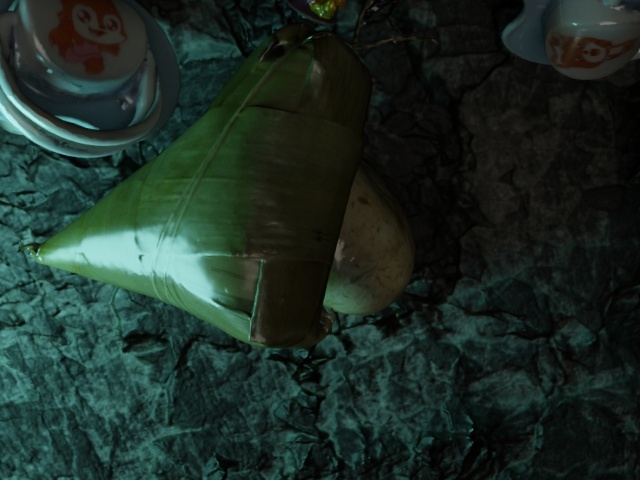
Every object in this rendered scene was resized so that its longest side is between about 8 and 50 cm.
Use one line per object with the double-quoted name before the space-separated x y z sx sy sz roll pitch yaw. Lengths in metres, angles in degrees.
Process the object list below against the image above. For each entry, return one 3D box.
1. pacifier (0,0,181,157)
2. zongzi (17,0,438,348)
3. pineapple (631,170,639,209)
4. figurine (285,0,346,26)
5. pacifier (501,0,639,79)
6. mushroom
"pacifier" -0.316 -0.186 1.439 0.299 0.244 0.233 10 156 -33
"zongzi" -0.119 -0.126 1.415 0.418 0.181 0.447 14 84 26
"pineapple" 0.549 -0.064 1.491 0.352 0.300 0.352 -2 113 -5
"figurine" 0.019 -0.329 1.445 0.095 0.115 0.156 20 108 -23
"pacifier" 0.327 -0.310 1.449 0.227 0.279 0.207 -6 72 -3
"mushroom" 0.000 0.000 1.542 0.195 0.189 0.254 -40 101 12
